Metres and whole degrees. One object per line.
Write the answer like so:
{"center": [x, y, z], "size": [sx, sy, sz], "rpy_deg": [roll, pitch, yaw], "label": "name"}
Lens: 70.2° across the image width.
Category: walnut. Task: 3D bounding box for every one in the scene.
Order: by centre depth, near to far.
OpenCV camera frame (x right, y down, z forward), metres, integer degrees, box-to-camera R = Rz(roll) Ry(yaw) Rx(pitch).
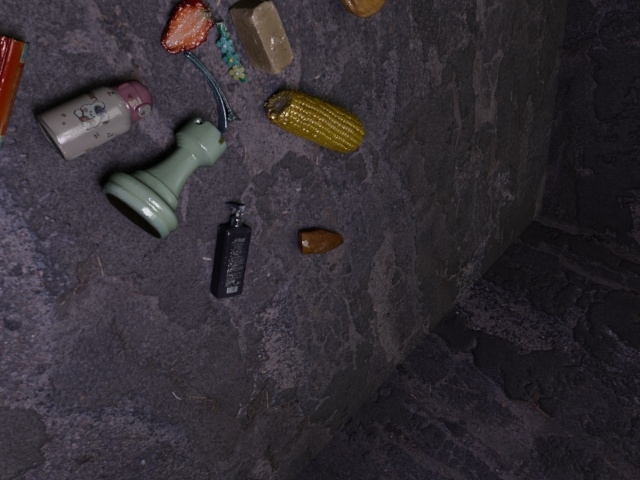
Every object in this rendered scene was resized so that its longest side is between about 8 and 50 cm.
{"center": [0.118, -0.747, 1.306], "size": [0.165, 0.165, 0.197], "rpy_deg": [-56, 137, -4], "label": "walnut"}

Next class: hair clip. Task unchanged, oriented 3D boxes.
{"center": [-0.237, -0.487, 1.193], "size": [0.049, 0.049, 0.173], "rpy_deg": [-42, 139, -20], "label": "hair clip"}
{"center": [-0.286, -0.398, 1.201], "size": [0.070, 0.039, 0.229], "rpy_deg": [-43, 133, -20], "label": "hair clip"}

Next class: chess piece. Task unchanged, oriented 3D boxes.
{"center": [-0.372, -0.170, 1.144], "size": [0.299, 0.195, 0.194], "rpy_deg": [-54, 141, -21], "label": "chess piece"}

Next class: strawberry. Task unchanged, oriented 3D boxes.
{"center": [-0.320, -0.512, 1.085], "size": [0.152, 0.048, 0.104], "rpy_deg": [-39, 145, -4], "label": "strawberry"}

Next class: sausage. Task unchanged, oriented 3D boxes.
{"center": [-0.634, -0.268, 0.876], "size": [0.083, 0.083, 0.263], "rpy_deg": [11, 106, -49], "label": "sausage"}

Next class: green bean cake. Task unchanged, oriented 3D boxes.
{"center": [-0.151, -0.536, 1.195], "size": [0.085, 0.109, 0.179], "rpy_deg": [-44, 137, -18], "label": "green bean cake"}

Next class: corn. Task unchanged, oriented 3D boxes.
{"center": [0.002, -0.373, 1.431], "size": [0.387, 0.144, 0.143], "rpy_deg": [10, 106, -50], "label": "corn"}

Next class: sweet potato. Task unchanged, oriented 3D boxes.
{"center": [0.000, 0.000, 1.702], "size": [0.252, 0.097, 0.097], "rpy_deg": [-4, 116, -50], "label": "sweet potato"}

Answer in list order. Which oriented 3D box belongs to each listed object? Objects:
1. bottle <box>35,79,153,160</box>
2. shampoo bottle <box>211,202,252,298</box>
{"center": [-0.484, -0.276, 1.004], "size": [0.233, 0.110, 0.110], "rpy_deg": [-37, 135, -25], "label": "bottle"}
{"center": [-0.277, 0.031, 1.435], "size": [0.098, 0.071, 0.309], "rpy_deg": [-7, 118, -43], "label": "shampoo bottle"}
